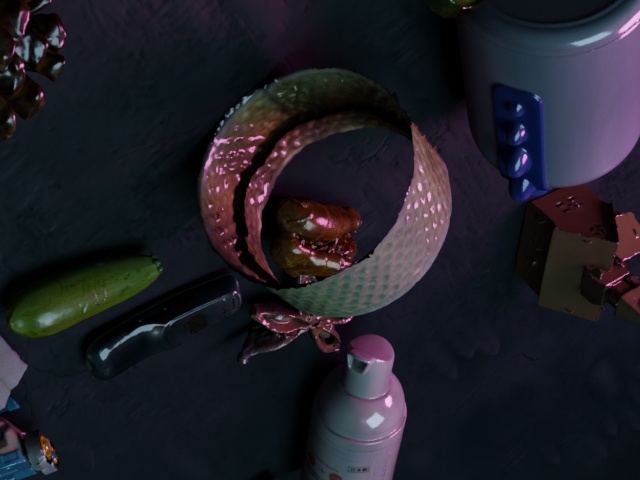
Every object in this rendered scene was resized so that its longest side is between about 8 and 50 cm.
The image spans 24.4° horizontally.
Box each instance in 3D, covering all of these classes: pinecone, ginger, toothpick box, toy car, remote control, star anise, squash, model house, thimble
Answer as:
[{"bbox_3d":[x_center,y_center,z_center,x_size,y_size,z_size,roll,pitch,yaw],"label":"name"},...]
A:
[{"bbox_3d":[-0.334,-0.184,1.289,0.201,0.202,0.228,-45,133,-39],"label":"pinecone"},{"bbox_3d":[0.000,0.000,1.904,0.162,0.073,0.103,6,95,-49],"label":"ginger"},{"bbox_3d":[0.283,-0.206,1.829,0.263,0.263,0.354,-33,147,-13],"label":"toothpick box"},{"bbox_3d":[-0.389,0.252,1.821,0.126,0.098,0.161,-19,171,2],"label":"toy car"},{"bbox_3d":[-0.195,0.108,1.876,0.222,0.042,0.072,-28,141,-21],"label":"remote control"},{"bbox_3d":[-0.016,0.087,2.023,0.208,0.063,0.171,-3,126,-39],"label":"star anise"},{"bbox_3d":[-0.272,0.059,1.724,0.201,0.066,0.066,-21,141,-29],"label":"squash"},{"bbox_3d":[0.442,0.044,2.262,0.176,0.248,0.180,-25,144,-24],"label":"model house"},{"bbox_3d":[0.006,-0.049,1.708,0.271,0.271,0.150,-44,149,3],"label":"thimble"}]

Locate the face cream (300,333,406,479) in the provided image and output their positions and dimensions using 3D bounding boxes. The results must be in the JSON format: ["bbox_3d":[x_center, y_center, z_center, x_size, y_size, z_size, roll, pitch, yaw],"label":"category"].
[{"bbox_3d":[0.058,0.267,2.214,0.145,0.145,0.369,-21,142,-28],"label":"face cream"}]

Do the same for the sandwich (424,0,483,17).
[{"bbox_3d":[0.076,-0.380,1.521,0.301,0.162,0.250,21,82,-36],"label":"sandwich"}]

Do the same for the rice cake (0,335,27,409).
[{"bbox_3d":[-0.421,0.164,1.670,0.189,0.037,0.198,-59,154,-11],"label":"rice cake"}]

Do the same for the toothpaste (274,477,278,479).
[{"bbox_3d":[-0.186,0.484,2.291,0.323,0.066,0.100,-35,147,-3],"label":"toothpaste"}]
